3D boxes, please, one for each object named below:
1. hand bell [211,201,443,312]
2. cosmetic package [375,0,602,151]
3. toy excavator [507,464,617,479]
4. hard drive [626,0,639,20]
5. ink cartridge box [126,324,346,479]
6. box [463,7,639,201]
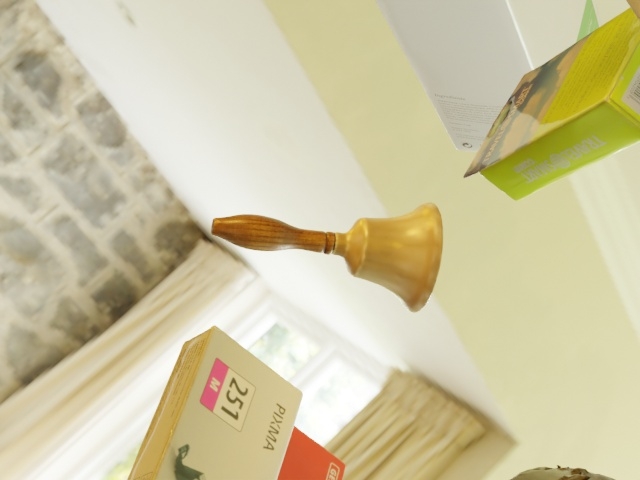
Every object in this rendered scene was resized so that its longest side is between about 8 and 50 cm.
[{"bbox_3d":[0.000,0.000,1.219,0.242,0.126,0.126,9,-7,-13],"label":"hand bell"},{"bbox_3d":[0.186,-0.259,1.202,0.155,0.197,0.365,9,-20,27],"label":"cosmetic package"},{"bbox_3d":[0.341,0.199,0.677,0.445,0.433,0.222,5,-6,-20],"label":"toy excavator"},{"bbox_3d":[0.276,-0.221,0.498,0.353,0.047,0.233,-44,-112,42],"label":"hard drive"},{"bbox_3d":[-0.070,0.257,1.047,0.239,0.275,0.060,40,-45,-22],"label":"ink cartridge box"},{"bbox_3d":[0.173,-0.092,0.735,0.042,0.109,0.178,37,-22,-10],"label":"box"}]
